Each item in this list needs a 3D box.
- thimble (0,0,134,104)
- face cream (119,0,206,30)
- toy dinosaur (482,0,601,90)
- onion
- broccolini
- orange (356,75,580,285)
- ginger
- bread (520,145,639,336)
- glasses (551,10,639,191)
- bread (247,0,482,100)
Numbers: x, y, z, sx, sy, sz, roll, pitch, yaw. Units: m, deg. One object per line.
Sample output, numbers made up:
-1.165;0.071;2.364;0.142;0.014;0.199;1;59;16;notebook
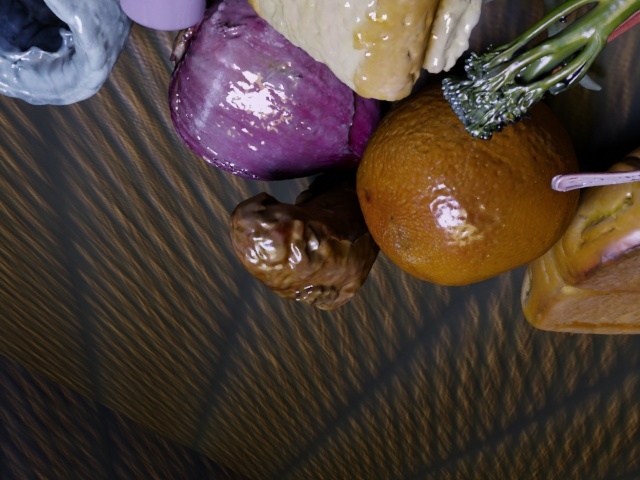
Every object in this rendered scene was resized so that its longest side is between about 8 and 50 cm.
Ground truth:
-0.311;-0.283;0.668;0.205;0.171;0.250;23;148;-19;thimble
-0.139;-0.329;0.533;0.154;0.096;0.273;2;145;-13;face cream
0.202;-0.275;0.552;0.206;0.092;0.393;-20;125;32;toy dinosaur
-0.037;-0.146;0.763;0.349;0.159;0.267;29;146;-18;onion
0.280;-0.199;0.475;0.392;0.074;0.078;-25;110;30;broccolini
0.175;-0.067;0.709;0.264;0.264;0.264;10;145;7;orange
0.000;0.000;0.792;0.165;0.321;0.172;-40;87;17;ginger
0.443;0.008;0.774;0.337;0.147;0.328;2;151;-12;bread
0.325;-0.149;0.515;0.118;0.234;0.268;34;128;-31;glasses
0.044;-0.317;0.446;0.236;0.165;0.375;48;151;25;bread
